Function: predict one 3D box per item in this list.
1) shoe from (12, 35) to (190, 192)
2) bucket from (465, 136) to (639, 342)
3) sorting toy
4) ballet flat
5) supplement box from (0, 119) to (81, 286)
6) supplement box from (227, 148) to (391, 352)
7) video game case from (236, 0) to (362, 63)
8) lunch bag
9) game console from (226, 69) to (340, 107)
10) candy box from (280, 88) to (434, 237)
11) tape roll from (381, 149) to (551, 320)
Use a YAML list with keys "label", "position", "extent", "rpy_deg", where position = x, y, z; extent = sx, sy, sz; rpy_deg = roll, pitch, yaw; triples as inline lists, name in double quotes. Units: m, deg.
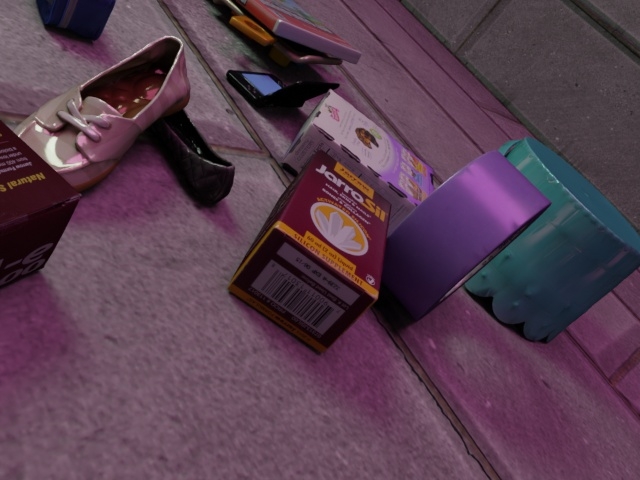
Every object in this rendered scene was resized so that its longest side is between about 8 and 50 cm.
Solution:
- label: "shoe"
  position: [-0.178, -0.112, 0.457]
  extent: [0.076, 0.058, 0.219]
  rpy_deg: [32, 43, -1]
- label: "bucket"
  position: [0.325, -0.009, 0.824]
  extent: [0.281, 0.183, 0.281]
  rpy_deg: [31, 29, -20]
- label: "sorting toy"
  position: [-0.074, -0.349, 0.955]
  extent: [0.196, 0.047, 0.347]
  rpy_deg: [38, 26, 8]
- label: "ballet flat"
  position: [-0.133, -0.109, 0.549]
  extent: [0.057, 0.049, 0.173]
  rpy_deg: [-6, 53, -54]
- label: "supplement box"
  position: [-0.271, -0.063, 0.297]
  extent: [0.239, 0.073, 0.130]
  rpy_deg: [42, 28, 3]
- label: "supplement box"
  position: [0.000, 0.000, 0.527]
  extent: [0.104, 0.081, 0.188]
  rpy_deg: [36, 29, -9]
- label: "video game case"
  position: [-0.079, -0.405, 0.957]
  extent: [0.204, 0.025, 0.285]
  rpy_deg: [-1, 41, -49]
- label: "lunch bag"
  position: [-0.268, -0.270, 0.588]
  extent: [0.065, 0.067, 0.098]
  rpy_deg: [7, 42, -46]
- label: "game console"
  position: [-0.052, -0.227, 0.782]
  extent: [0.107, 0.071, 0.122]
  rpy_deg: [45, 28, 13]
- label: "candy box"
  position: [0.058, -0.099, 0.744]
  extent: [0.196, 0.070, 0.165]
  rpy_deg: [36, 29, -10]
- label: "tape roll"
  position: [0.149, -0.003, 0.599]
  extent: [0.080, 0.189, 0.189]
  rpy_deg: [49, 30, 14]
